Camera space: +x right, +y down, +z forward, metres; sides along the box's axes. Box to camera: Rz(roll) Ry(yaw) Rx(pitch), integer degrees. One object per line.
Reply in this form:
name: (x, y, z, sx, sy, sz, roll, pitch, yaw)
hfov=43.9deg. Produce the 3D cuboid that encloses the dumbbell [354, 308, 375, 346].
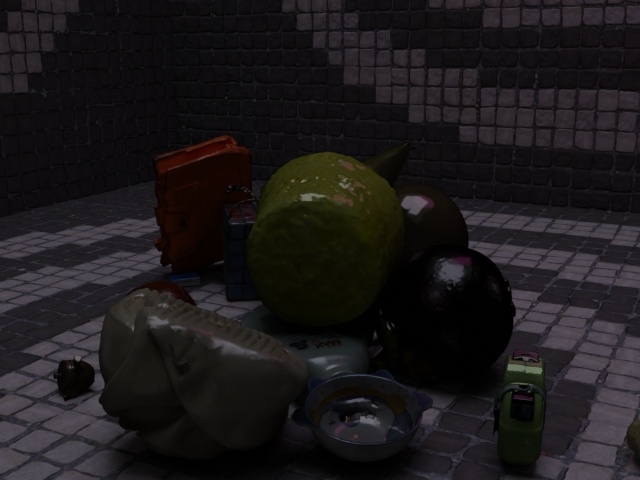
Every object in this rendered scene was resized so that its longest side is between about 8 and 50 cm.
dumbbell: (0.156, 0.181, 1.909, 0.225, 0.124, 0.140, -8, 16, -28)

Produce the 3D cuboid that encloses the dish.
dish: (0.075, 0.320, 1.399, 0.236, 0.086, 0.228, 6, 25, 8)

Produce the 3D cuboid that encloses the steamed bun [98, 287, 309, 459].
steamed bun: (-0.226, 0.250, 1.395, 0.367, 0.255, 0.342, 23, -2, -5)

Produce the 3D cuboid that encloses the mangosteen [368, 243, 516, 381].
mangosteen: (0.259, 0.151, 1.704, 0.313, 0.297, 0.297, -3, 10, 34)

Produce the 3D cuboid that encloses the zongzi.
zongzi: (-0.008, -0.151, 2.059, 0.447, 0.418, 0.181, 36, 15, 32)

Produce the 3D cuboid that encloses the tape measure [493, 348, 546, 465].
tape measure: (0.339, 0.302, 1.354, 0.087, 0.178, 0.154, 2, 28, 14)

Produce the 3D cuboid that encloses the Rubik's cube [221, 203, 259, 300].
Rubik's cube: (-0.165, 0.030, 2.304, 0.237, 0.237, 0.238, 0, 14, -10)

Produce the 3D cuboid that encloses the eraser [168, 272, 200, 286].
eraser: (-0.407, 0.118, 2.377, 0.084, 0.027, 0.063, -6, 16, -20)

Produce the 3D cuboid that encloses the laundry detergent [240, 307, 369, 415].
laundry detergent: (-0.001, 0.246, 1.661, 0.263, 0.125, 0.398, -7, 17, -21)

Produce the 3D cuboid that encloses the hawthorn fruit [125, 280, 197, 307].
hawthorn fruit: (-0.359, 0.183, 1.833, 0.185, 0.185, 0.202, 3, -2, 14)

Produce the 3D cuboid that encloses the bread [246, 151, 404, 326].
bread: (0.000, 0.000, 1.712, 0.348, 0.348, 0.308, 3, 19, 13)

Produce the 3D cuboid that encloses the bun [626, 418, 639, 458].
bun: (0.576, 0.348, 1.345, 0.115, 0.069, 0.115, 16, 1, 0)

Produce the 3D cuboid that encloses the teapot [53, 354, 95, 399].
teapot: (-0.499, 0.276, 1.626, 0.080, 0.110, 0.085, 6, 52, -36)

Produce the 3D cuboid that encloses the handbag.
handbag: (-0.352, -0.100, 2.390, 0.303, 0.410, 0.116, -24, 46, -30)

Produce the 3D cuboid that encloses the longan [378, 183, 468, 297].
longan: (0.234, 0.010, 2.147, 0.360, 0.361, 0.361, 0, 14, 0)
